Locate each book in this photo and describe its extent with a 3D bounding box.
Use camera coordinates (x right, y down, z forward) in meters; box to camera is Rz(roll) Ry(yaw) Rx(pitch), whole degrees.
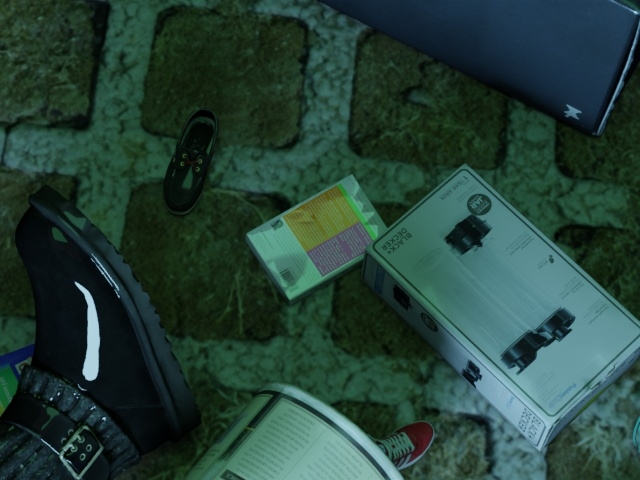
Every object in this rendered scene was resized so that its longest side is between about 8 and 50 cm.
[{"bbox_3d":[0.000,0.000,2.018,0.144,0.035,0.096,-28,72,-16],"label":"book"}]

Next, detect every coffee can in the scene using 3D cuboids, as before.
[{"bbox_3d":[-0.068,0.308,1.764,0.201,0.201,0.275,36,67,14],"label":"coffee can"}]

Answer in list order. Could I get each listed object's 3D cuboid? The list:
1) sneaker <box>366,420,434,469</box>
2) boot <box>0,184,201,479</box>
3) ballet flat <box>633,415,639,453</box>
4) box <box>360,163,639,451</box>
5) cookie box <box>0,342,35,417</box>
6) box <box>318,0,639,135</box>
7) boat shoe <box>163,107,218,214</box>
[{"bbox_3d":[0.075,0.223,1.890,0.118,0.067,0.042,-30,69,-17],"label":"sneaker"},{"bbox_3d":[-0.285,0.144,1.780,0.260,0.348,0.131,-36,31,-21],"label":"boot"},{"bbox_3d":[0.447,0.155,1.929,0.247,0.083,0.087,-42,41,-23],"label":"ballet flat"},{"bbox_3d":[0.203,0.073,1.962,0.169,0.087,0.290,-41,72,-21],"label":"box"},{"bbox_3d":[-0.335,0.172,1.906,0.107,0.040,0.092,-21,66,-14],"label":"cookie box"},{"bbox_3d":[0.246,-0.465,2.124,0.480,0.297,0.472,27,67,10],"label":"box"},{"bbox_3d":[-0.152,-0.094,2.050,0.049,0.042,0.133,16,65,2],"label":"boat shoe"}]
